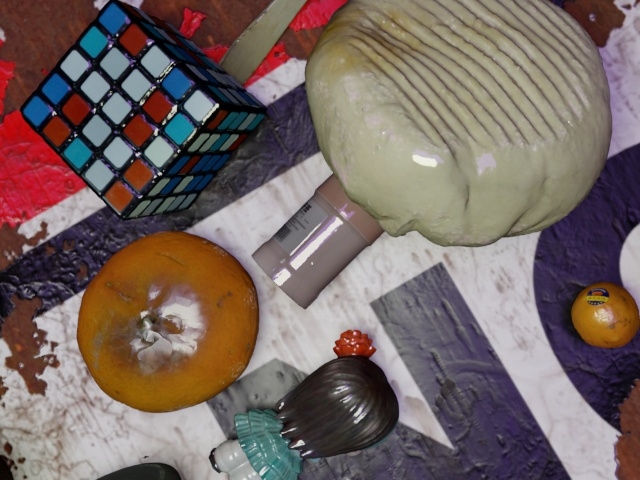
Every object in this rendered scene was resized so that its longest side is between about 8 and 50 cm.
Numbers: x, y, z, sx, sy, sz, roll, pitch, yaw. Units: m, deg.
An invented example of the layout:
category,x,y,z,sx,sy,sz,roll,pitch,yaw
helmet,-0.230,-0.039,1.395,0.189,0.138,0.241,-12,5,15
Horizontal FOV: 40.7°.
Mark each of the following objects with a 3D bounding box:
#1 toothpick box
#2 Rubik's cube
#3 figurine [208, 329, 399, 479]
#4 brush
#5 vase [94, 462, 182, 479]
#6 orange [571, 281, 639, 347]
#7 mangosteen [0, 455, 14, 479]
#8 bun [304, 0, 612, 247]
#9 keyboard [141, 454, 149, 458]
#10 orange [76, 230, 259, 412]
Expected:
category,x,y,z,sx,sy,sz,roll,pitch,yaw
toothpick box,0.000,0.000,1.070,0.149,0.098,0.098,-45,85,0
Rubik's cube,-0.206,-0.152,1.036,0.187,0.182,0.184,42,103,6
figurine,-0.022,0.222,1.055,0.246,0.110,0.137,-32,82,9
brush,-0.029,-0.326,1.121,0.085,0.020,0.336,40,91,-29
vase,-0.193,0.439,1.006,0.173,0.173,0.321,-19,100,2
orange,0.348,0.092,1.052,0.084,0.083,0.083,0,86,4
mangosteen,-0.489,0.404,0.943,0.381,0.381,0.421,-18,75,2
bun,0.155,-0.141,1.004,0.366,0.219,0.365,6,53,-8
keyboard,-0.107,0.420,1.085,0.103,0.041,0.381,-42,91,-1
orange,-0.184,0.097,1.040,0.224,0.170,0.223,0,87,2
